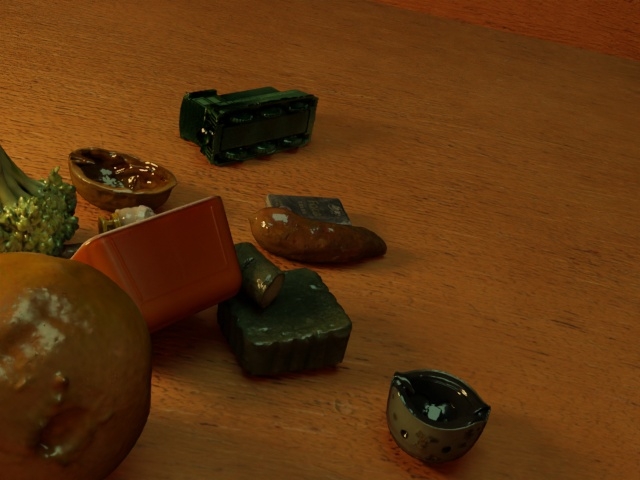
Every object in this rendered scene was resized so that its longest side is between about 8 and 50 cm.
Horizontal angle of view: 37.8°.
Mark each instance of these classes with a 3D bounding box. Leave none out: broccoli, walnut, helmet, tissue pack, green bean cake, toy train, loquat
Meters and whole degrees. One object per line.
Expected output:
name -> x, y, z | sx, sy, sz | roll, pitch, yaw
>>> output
broccoli -> -0.534, -0.057, 1.509 | 0.247, 0.243, 0.263 | 19, 45, 30
walnut -> -0.383, -0.100, 1.779 | 0.211, 0.087, 0.167 | 17, 25, 1
helmet -> 0.168, 0.271, 1.403 | 0.153, 0.107, 0.177 | 18, 13, 11
tissue pack -> -0.026, -0.046, 1.870 | 0.156, 0.051, 0.112 | 3, 32, -17
green bean cake -> -0.065, 0.133, 1.530 | 0.185, 0.094, 0.183 | -4, 35, -25
toy train -> -0.163, -0.275, 2.103 | 0.330, 0.138, 0.178 | -19, 40, -43
loquat -> -0.362, 0.169, 1.149 | 0.329, 0.328, 0.328 | 10, 32, -6

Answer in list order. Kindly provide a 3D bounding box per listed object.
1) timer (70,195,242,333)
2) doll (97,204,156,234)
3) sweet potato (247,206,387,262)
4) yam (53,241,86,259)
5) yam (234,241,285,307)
timer -> -0.287, 0.058, 1.472 | 0.257, 0.161, 0.250 | -24, 5, -42
doll -> -0.340, -0.033, 1.706 | 0.127, 0.073, 0.084 | -6, 33, -24
sweet potato -> 0.001, 0.001, 1.779 | 0.292, 0.097, 0.097 | 12, 31, -20
yam -> -0.345, 0.025, 1.634 | 0.241, 0.056, 0.056 | -2, 35, -27
yam -> -0.112, 0.048, 1.513 | 0.070, 0.069, 0.146 | -13, 39, -37
